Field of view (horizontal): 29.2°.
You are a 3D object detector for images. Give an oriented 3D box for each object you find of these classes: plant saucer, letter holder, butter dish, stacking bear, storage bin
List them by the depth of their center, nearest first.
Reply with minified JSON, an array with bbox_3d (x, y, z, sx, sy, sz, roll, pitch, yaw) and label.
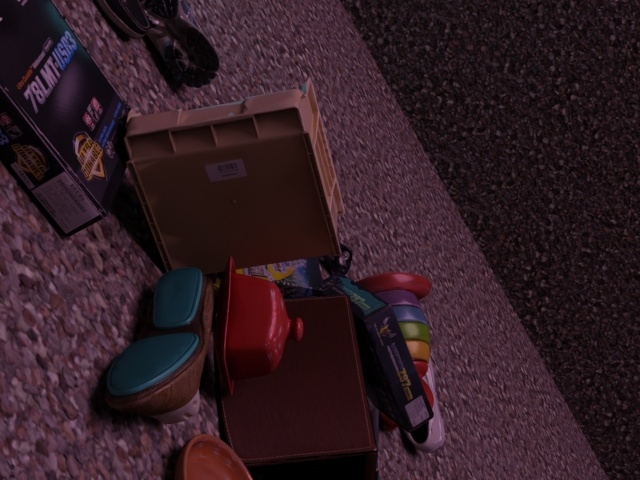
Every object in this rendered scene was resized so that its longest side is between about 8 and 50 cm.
[{"bbox_3d":[-0.131,0.347,1.575,0.200,0.037,0.200,54,19,-28],"label":"plant saucer"},{"bbox_3d":[-0.083,0.123,1.722,0.160,0.118,0.160,88,4,-61],"label":"butter dish"},{"bbox_3d":[-0.120,-0.089,1.750,0.123,0.262,0.260,-87,166,-52],"label":"storage bin"},{"bbox_3d":[-0.045,0.246,1.834,0.301,0.214,0.152,-100,-172,-45],"label":"letter holder"},{"bbox_3d":[0.145,0.222,2.383,0.164,0.175,0.289,35,40,-61],"label":"stacking bear"}]

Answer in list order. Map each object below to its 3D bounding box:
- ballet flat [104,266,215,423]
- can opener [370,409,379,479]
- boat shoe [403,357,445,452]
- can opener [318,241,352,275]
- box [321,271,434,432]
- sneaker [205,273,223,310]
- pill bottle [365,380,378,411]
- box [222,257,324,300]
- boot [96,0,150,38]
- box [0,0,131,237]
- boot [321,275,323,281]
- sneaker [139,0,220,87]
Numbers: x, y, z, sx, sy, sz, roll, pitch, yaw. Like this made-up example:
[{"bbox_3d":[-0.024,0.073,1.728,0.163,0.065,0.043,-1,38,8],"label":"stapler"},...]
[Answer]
[{"bbox_3d":[-0.193,0.158,1.592,0.342,0.116,0.124,-85,164,-66],"label":"ballet flat"},{"bbox_3d":[0.063,0.369,2.094,0.283,0.076,0.095,-83,175,-62],"label":"can opener"},{"bbox_3d":[0.178,0.296,2.472,0.088,0.096,0.267,37,39,-64],"label":"boat shoe"},{"bbox_3d":[0.000,0.000,2.458,0.186,0.073,0.059,50,60,-30],"label":"can opener"},{"bbox_3d":[0.087,0.182,2.021,0.183,0.059,0.232,29,-35,59],"label":"box"},{"bbox_3d":[-0.168,0.082,1.837,0.053,0.059,0.144,32,8,-1],"label":"sneaker"},{"bbox_3d":[0.031,0.275,2.011,0.067,0.120,0.067,54,20,-30],"label":"pill bottle"},{"bbox_3d":[-0.090,-0.002,2.044,0.159,0.044,0.233,9,45,-21],"label":"box"},{"bbox_3d":[-0.303,-0.469,2.017,0.236,0.179,0.085,60,17,-10],"label":"boot"},{"bbox_3d":[-0.366,-0.193,1.624,0.293,0.073,0.295,57,18,-23],"label":"box"},{"bbox_3d":[-0.021,0.150,2.094,0.263,0.091,0.229,53,19,-36],"label":"boot"},{"bbox_3d":[-0.281,-0.397,2.161,0.283,0.110,0.122,62,-1,-15],"label":"sneaker"}]
